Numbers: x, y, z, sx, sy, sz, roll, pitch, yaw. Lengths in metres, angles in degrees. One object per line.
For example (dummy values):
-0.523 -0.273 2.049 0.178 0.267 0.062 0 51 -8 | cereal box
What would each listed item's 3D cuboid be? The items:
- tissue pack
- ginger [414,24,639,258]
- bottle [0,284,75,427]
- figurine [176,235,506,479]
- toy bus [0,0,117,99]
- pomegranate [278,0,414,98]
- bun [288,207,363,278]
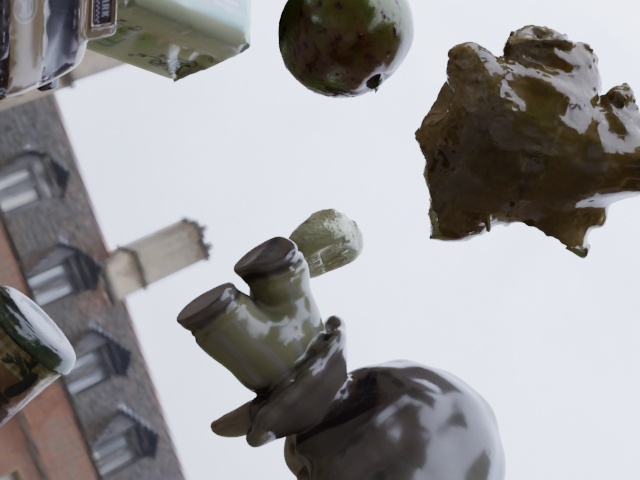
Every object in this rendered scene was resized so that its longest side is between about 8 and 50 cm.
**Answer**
-0.295 -0.440 1.377 0.205 0.405 0.332 -14 -108 40 | tissue pack
0.222 -0.088 0.925 0.123 0.270 0.219 -67 155 -75 | ginger
-0.413 0.188 1.142 0.156 0.271 0.143 44 -5 35 | bottle
0.034 0.173 0.957 0.380 0.248 0.203 50 -45 -11 | figurine
-0.281 -0.196 0.690 0.289 0.157 0.139 24 -60 31 | toy bus
0.021 -0.261 1.158 0.159 0.159 0.205 -23 -94 61 | pomegranate
0.000 0.000 1.334 0.069 0.115 0.115 66 -26 24 | bun
